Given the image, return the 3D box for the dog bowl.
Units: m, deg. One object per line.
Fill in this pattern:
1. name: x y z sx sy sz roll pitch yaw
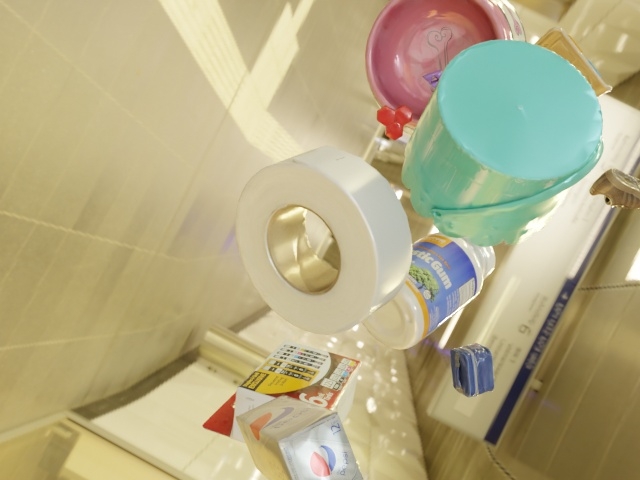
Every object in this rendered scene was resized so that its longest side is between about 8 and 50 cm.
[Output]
1. dog bowl: 0.288 -0.443 1.694 0.408 0.408 0.150 -64 165 17

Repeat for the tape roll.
1. tape roll: 0.000 0.000 1.101 0.100 0.286 0.286 -27 150 -46

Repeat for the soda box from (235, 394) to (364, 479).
1. soda box: -0.041 0.294 1.007 0.091 0.098 0.286 -22 180 -19

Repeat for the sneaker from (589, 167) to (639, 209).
1. sneaker: 0.667 -0.103 1.536 0.071 0.188 0.066 -40 -139 38

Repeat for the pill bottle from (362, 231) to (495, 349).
1. pill bottle: 0.204 0.075 1.291 0.272 0.152 0.152 -30 155 -38

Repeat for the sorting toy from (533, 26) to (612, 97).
1. sorting toy: 0.628 -0.438 1.759 0.038 0.208 0.193 -42 180 -4

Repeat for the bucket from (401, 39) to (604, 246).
1. bucket: 0.270 -0.147 1.042 0.281 0.281 0.183 -61 173 -25

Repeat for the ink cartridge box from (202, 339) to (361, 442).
1. ink cartridge box: -0.079 0.346 1.576 0.309 0.271 0.130 -35 136 -71

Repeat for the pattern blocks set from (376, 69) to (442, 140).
1. pattern blocks set: 0.311 -0.233 1.584 0.285 0.325 0.026 -35 -162 7

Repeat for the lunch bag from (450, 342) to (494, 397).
1. lunch bag: 0.282 0.249 1.316 0.067 0.065 0.099 -167 -111 -69
